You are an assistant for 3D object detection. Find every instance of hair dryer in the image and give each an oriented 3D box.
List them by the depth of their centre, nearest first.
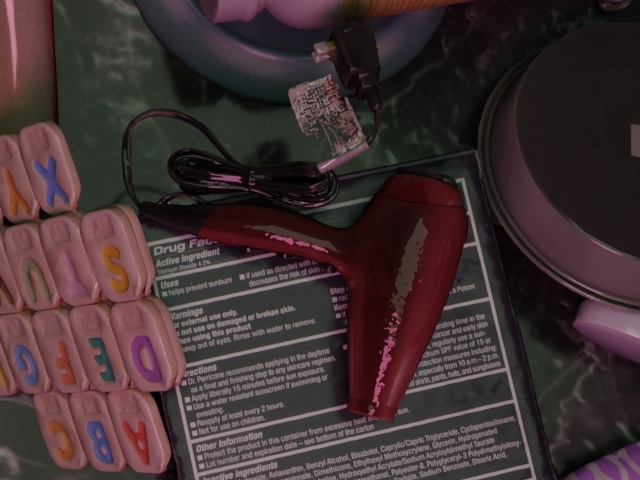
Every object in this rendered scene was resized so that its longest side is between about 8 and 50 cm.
[{"bbox_3d":[0.000,0.000,1.138,0.223,0.080,0.293,-27,80,4],"label":"hair dryer"}]

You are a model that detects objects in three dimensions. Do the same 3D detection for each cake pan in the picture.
[{"bbox_3d":[0.286,-0.075,1.321,0.293,0.054,0.293,5,61,-9],"label":"cake pan"}]

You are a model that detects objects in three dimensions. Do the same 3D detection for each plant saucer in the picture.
[{"bbox_3d":[-0.022,-0.281,1.355,0.317,0.044,0.317,1,82,-10],"label":"plant saucer"}]

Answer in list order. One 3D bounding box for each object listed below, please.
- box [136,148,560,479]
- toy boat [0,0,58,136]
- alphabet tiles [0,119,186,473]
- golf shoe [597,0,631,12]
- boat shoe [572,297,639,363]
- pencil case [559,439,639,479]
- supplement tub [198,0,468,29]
[{"bbox_3d":[0.007,0.106,1.236,0.296,0.183,0.294,-11,84,-10],"label":"box"},{"bbox_3d":[-0.286,-0.162,1.248,0.151,0.151,0.231,3,113,4],"label":"toy boat"},{"bbox_3d":[-0.209,0.051,1.162,0.021,0.284,0.278,-24,101,-40],"label":"alphabet tiles"},{"bbox_3d":[0.326,-0.296,1.388,0.077,0.094,0.198,39,77,-2],"label":"golf shoe"},{"bbox_3d":[0.372,0.077,1.340,0.301,0.108,0.102,15,81,-10],"label":"boat shoe"},{"bbox_3d":[0.281,0.223,1.315,0.206,0.088,0.086,-23,89,-12],"label":"pencil case"},{"bbox_3d":[0.054,-0.305,1.226,0.331,0.241,0.241,-11,85,-11],"label":"supplement tub"}]
